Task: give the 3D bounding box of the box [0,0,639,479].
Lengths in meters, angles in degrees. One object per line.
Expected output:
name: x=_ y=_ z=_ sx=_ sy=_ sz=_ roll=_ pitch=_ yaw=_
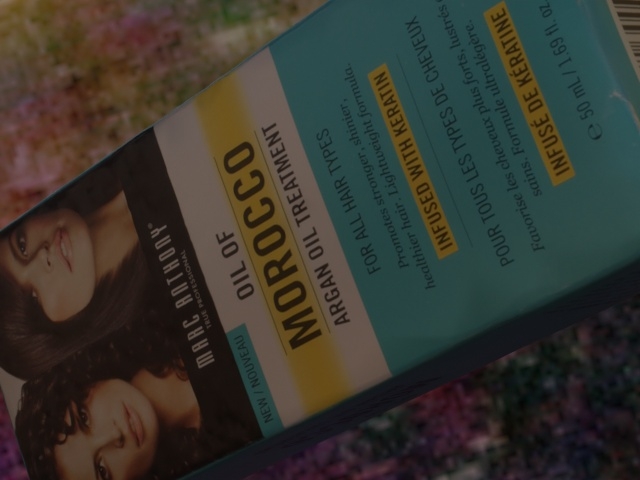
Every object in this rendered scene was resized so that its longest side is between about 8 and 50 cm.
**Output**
box: x=0.000 y=0.000 z=0.486 sx=0.244 sy=0.100 sz=0.060 roll=-30 pitch=-15 yaw=38
